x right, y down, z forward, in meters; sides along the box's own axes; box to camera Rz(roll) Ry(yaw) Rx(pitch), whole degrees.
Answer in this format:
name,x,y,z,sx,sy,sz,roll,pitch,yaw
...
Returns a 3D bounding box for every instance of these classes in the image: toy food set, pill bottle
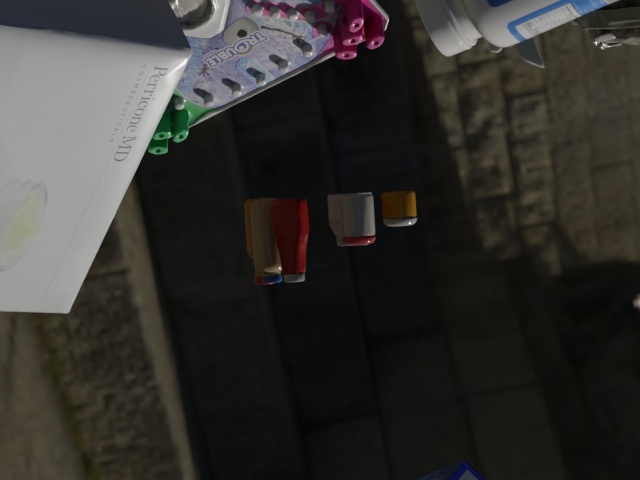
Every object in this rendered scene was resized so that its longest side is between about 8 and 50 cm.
name,x,y,z,sx,sy,sz,roll,pitch,yaw
toy food set,0.000,0.000,1.902,0.111,0.232,0.104,-9,96,-62
pill bottle,0.213,-0.275,1.685,0.124,0.221,0.124,50,28,-40

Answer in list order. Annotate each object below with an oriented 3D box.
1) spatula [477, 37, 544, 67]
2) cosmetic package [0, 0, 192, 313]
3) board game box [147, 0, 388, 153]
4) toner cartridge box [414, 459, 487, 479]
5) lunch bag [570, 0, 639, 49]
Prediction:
name,x,y,z,sx,sy,sz,roll,pitch,yaw
spatula,0.183,-0.324,2.005,0.019,0.168,0.242,-44,-129,41
cosmetic package,-0.231,-0.079,0.974,0.224,0.225,0.138,-60,-137,34
board game box,-0.172,-0.294,2.045,0.390,0.390,0.050,43,32,-42
toner cartridge box,0.132,0.333,1.708,0.165,0.075,0.348,47,-20,1
lunch bag,0.477,-0.351,1.996,0.256,0.305,0.212,-50,124,-29
